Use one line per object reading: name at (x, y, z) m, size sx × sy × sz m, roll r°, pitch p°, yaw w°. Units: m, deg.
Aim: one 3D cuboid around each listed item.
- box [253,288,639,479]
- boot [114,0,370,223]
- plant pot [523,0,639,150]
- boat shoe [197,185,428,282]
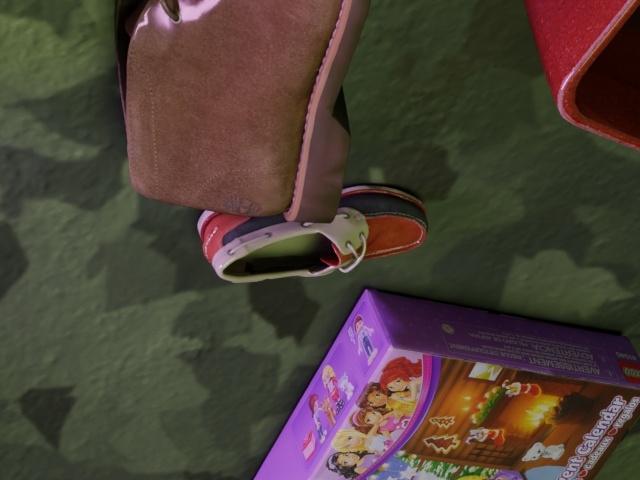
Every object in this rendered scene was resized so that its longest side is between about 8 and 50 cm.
box at (0.059, 0.170, 1.178) m, size 0.201 × 0.057 × 0.293 m, roll 11°, pitch 125°, yaw -27°
boot at (-0.038, -0.127, 0.855) m, size 0.115 × 0.112 × 0.305 m, roll 1°, pitch 132°, yaw -8°
plant pot at (0.235, -0.186, 0.808) m, size 0.267 × 0.235 × 0.267 m, roll 18°, pitch 122°, yaw -33°
boat shoe at (0.000, 0.000, 1.017) m, size 0.137 × 0.043 × 0.049 m, roll -3°, pitch 128°, yaw -20°
